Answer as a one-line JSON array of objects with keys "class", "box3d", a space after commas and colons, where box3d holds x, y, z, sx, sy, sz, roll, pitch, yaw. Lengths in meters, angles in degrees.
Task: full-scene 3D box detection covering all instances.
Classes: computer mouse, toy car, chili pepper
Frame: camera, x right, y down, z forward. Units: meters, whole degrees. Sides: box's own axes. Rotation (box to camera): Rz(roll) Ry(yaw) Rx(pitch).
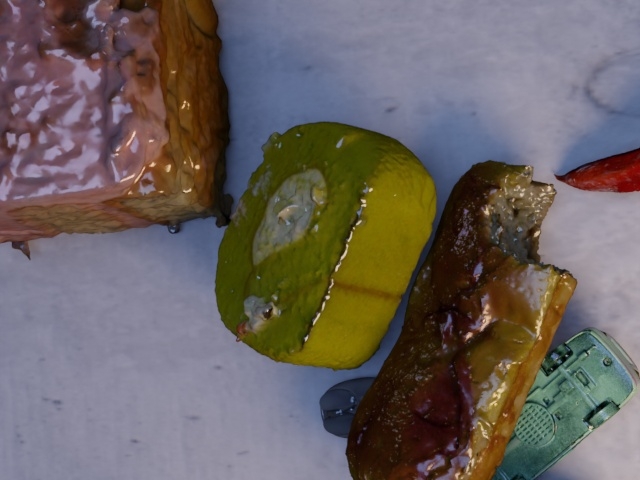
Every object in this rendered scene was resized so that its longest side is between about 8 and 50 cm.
[{"class": "computer mouse", "box3d": [0.043, 0.185, 1.670, 0.096, 0.039, 0.066, -10, 86, 16]}, {"class": "toy car", "box3d": [0.238, 0.184, 1.596, 0.090, 0.076, 0.224, 51, 120, 13]}, {"class": "chili pepper", "box3d": [0.358, -0.083, 1.549, 0.268, 0.059, 0.050, -16, 71, 34]}]

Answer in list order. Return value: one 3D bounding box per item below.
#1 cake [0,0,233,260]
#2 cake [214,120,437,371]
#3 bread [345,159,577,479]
[{"class": "cake", "box3d": [-0.279, -0.160, 1.642, 0.307, 0.293, 0.314, -6, 81, 13]}, {"class": "cake", "box3d": [0.000, 0.000, 1.602, 0.179, 0.156, 0.260, 33, 104, 39]}, {"class": "bread", "box3d": [0.153, 0.103, 1.563, 0.185, 0.109, 0.380, 22, 90, 56]}]
